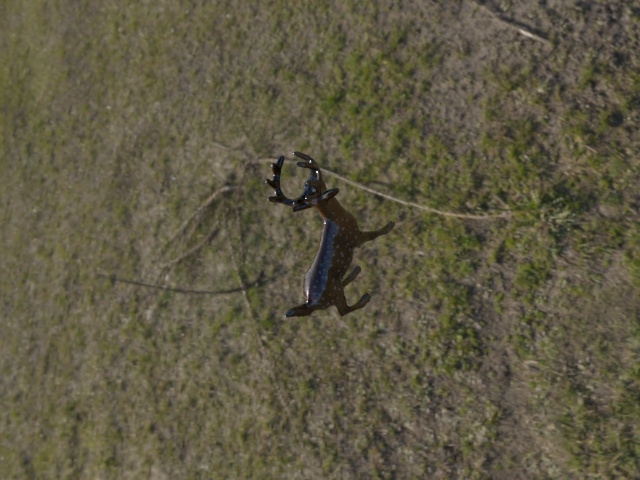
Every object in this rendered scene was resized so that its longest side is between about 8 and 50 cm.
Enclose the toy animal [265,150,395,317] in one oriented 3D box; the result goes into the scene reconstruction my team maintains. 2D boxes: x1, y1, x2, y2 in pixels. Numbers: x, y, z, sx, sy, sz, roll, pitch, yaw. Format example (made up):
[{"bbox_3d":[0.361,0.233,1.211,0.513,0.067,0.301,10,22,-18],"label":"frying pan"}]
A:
[{"bbox_3d":[0.016,0.001,1.022,0.087,0.260,0.243,6,89,37],"label":"toy animal"}]
